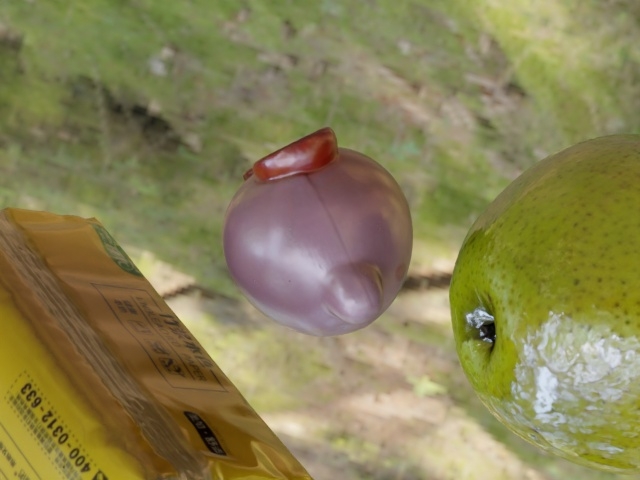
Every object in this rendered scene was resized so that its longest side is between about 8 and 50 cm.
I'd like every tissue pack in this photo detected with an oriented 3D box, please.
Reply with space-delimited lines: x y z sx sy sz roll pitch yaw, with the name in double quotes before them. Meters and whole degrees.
"tissue pack" -0.229 0.189 1.411 0.228 0.293 0.382 15 -156 -48

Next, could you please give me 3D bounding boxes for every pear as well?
"pear" 0.240 0.048 1.283 0.294 0.294 0.294 18 177 1

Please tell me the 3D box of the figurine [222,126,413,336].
"figurine" 0.000 0.000 1.413 0.173 0.173 0.173 18 177 1
